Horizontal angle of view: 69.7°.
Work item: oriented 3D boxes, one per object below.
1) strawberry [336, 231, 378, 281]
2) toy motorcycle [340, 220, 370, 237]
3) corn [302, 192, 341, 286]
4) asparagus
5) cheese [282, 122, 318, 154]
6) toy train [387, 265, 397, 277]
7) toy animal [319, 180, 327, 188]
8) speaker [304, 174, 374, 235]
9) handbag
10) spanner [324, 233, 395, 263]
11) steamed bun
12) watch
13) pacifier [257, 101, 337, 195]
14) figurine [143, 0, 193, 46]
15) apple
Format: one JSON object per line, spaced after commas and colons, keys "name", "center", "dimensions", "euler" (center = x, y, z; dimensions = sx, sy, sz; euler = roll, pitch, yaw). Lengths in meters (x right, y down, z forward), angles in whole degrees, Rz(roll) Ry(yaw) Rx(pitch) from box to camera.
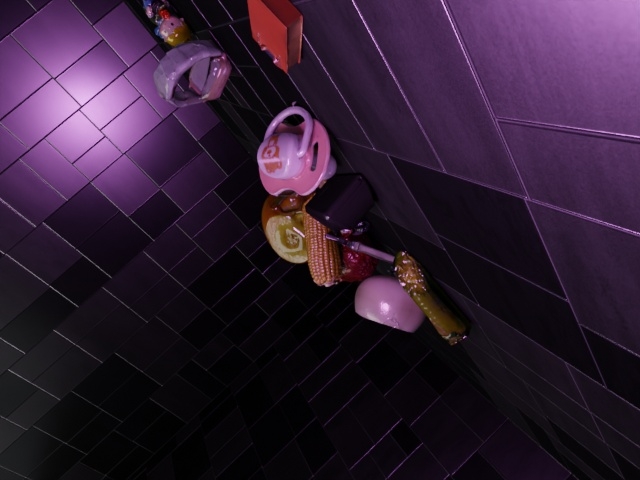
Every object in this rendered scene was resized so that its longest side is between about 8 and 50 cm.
{"name": "strawberry", "center": [0.144, 0.058, 2.044], "dimensions": [0.274, 0.220, 0.274], "euler": [175, 90, -69]}
{"name": "toy motorcycle", "center": [0.112, -0.069, 1.880], "dimensions": [0.213, 0.122, 0.082], "euler": [-140, 41, -59]}
{"name": "corn", "center": [0.000, 0.000, 1.912], "dimensions": [0.144, 0.143, 0.388], "euler": [84, 174, -81]}
{"name": "asparagus", "center": [0.389, 0.202, 1.655], "dimensions": [0.382, 0.128, 0.108], "euler": [49, 138, -6]}
{"name": "cheese", "center": [-0.085, -0.325, 1.681], "dimensions": [0.226, 0.117, 0.214], "euler": [42, 171, 4]}
{"name": "toy train", "center": [0.336, 0.146, 2.108], "dimensions": [0.053, 0.033, 0.083], "euler": [44, 175, -2]}
{"name": "toy animal", "center": [0.029, -0.214, 1.885], "dimensions": [0.241, 0.057, 0.099], "euler": [45, -179, 13]}
{"name": "speaker", "center": [0.084, -0.107, 1.591], "dimensions": [0.184, 0.180, 0.388], "euler": [42, 177, -14]}
{"name": "handbag", "center": [-0.099, -0.467, 1.009], "dimensions": [0.127, 0.063, 0.190], "euler": [47, 171, 4]}
{"name": "spanner", "center": [0.169, 0.033, 1.859], "dimensions": [0.324, 0.040, 0.095], "euler": [20, 180, -10]}
{"name": "steamed bun", "center": [0.309, 0.262, 1.998], "dimensions": [0.324, 0.207, 0.324], "euler": [18, 177, 1]}
{"name": "watch", "center": [-0.488, -0.618, 1.698], "dimensions": [0.162, 0.253, 0.241], "euler": [46, -148, 19]}
{"name": "pacifier", "center": [-0.073, -0.257, 1.453], "dimensions": [0.332, 0.220, 0.273], "euler": [6, 144, 47]}
{"name": "figurine", "center": [-0.607, -0.879, 1.837], "dimensions": [0.234, 0.127, 0.185], "euler": [57, 168, 8]}
{"name": "apple", "center": [-0.108, -0.093, 2.250], "dimensions": [0.384, 0.374, 0.374], "euler": [50, 178, 38]}
